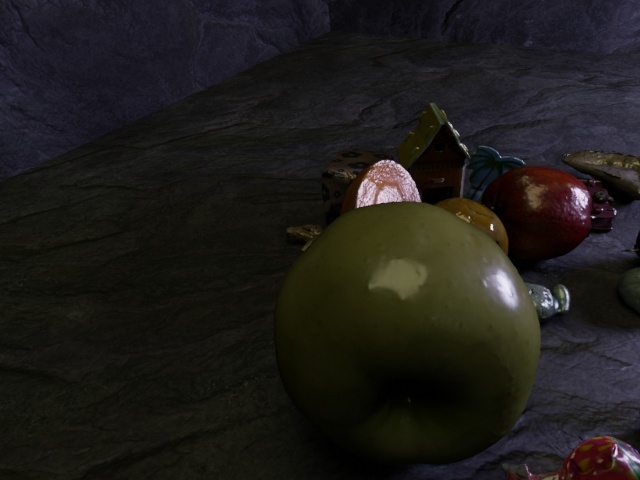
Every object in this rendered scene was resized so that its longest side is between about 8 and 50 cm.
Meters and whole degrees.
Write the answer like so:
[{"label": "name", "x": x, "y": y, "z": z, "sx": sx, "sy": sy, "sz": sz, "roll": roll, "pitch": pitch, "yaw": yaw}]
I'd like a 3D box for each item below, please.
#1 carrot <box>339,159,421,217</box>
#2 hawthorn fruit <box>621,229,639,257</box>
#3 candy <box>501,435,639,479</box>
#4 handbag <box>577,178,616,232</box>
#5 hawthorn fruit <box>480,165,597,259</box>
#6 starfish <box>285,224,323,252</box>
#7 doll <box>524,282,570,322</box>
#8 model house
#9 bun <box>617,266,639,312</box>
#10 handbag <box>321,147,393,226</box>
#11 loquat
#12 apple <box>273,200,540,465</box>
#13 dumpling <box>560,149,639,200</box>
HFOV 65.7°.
[{"label": "carrot", "x": 0.158, "y": -0.059, "z": 1.278, "sx": 0.100, "sy": 0.258, "sz": 0.307, "roll": -8, "pitch": 64, "yaw": 47}, {"label": "hawthorn fruit", "x": 0.845, "y": 0.004, "z": 1.183, "sx": 0.235, "sy": 0.181, "sz": 0.181, "roll": -2, "pitch": 36, "yaw": 7}, {"label": "candy", "x": 0.334, "y": 0.400, "z": 0.797, "sx": 0.366, "sy": 0.124, "sz": 0.124, "roll": -13, "pitch": 35, "yaw": 9}, {"label": "handbag", "x": 0.730, "y": -0.113, "z": 1.443, "sx": 0.216, "sy": 0.074, "sz": 0.203, "roll": 4, "pitch": 38, "yaw": 14}, {"label": "hawthorn fruit", "x": 0.580, "y": -0.066, "z": 1.286, "sx": 0.300, "sy": 0.254, "sz": 0.254, "roll": 2, "pitch": 34, "yaw": -16}, {"label": "starfish", "x": -0.001, "y": -0.008, "z": 1.428, "sx": 0.210, "sy": 0.053, "sz": 0.150, "roll": 27, "pitch": 52, "yaw": 35}, {"label": "doll", "x": 0.477, "y": 0.144, "z": 1.134, "sx": 0.214, "sy": 0.071, "sz": 0.103, "roll": -3, "pitch": 47, "yaw": -10}, {"label": "model house", "x": 0.391, "y": -0.248, "z": 1.466, "sx": 0.340, "sy": 0.323, "sz": 0.300, "roll": -5, "pitch": 37, "yaw": 2}, {"label": "bun", "x": 0.760, "y": 0.107, "z": 1.129, "sx": 0.141, "sy": 0.083, "sz": 0.140, "roll": -2, "pitch": 36, "yaw": 1}, {"label": "handbag", "x": 0.113, "y": -0.149, "z": 1.465, "sx": 0.190, "sy": 0.193, "sz": 0.251, "roll": 11, "pitch": 28, "yaw": 13}, {"label": "loquat", "x": 0.333, "y": 0.010, "z": 1.203, "sx": 0.235, "sy": 0.235, "sz": 0.235, "roll": -4, "pitch": 36, "yaw": 3}, {"label": "apple", "x": 0.145, "y": 0.144, "z": 0.884, "sx": 0.474, "sy": 0.473, "sz": 0.473, "roll": -4, "pitch": 36, "yaw": 3}, {"label": "dumpling", "x": 0.913, "y": -0.199, "z": 1.522, "sx": 0.166, "sy": 0.086, "sz": 0.332, "roll": -18, "pitch": 37, "yaw": -14}]
